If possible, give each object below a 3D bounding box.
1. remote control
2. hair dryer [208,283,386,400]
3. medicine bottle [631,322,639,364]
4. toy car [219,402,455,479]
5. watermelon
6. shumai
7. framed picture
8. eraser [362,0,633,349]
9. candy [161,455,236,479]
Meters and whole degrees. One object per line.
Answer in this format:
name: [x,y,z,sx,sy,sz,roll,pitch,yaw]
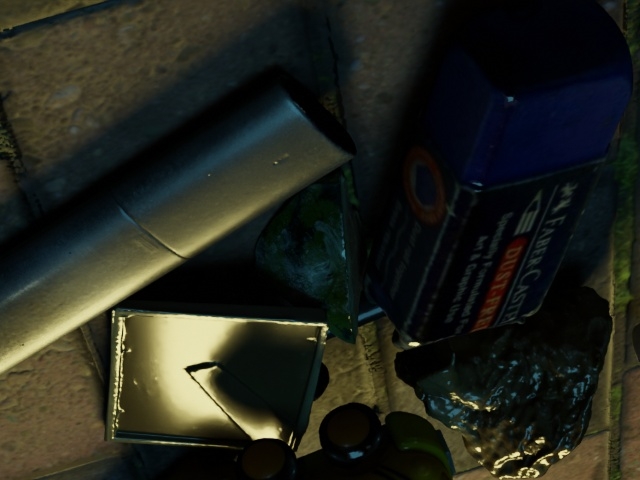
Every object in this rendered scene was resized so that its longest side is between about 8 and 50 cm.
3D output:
remote control: [-0.151,-0.006,1.548,0.377,0.044,0.107,-32,140,20]
hair dryer: [0.017,0.058,1.725,0.195,0.050,0.173,-31,145,10]
medicine bottle: [0.435,0.070,1.856,0.249,0.133,0.133,-35,143,25]
toy car: [0.017,0.269,1.790,0.248,0.142,0.200,-23,144,1]
watermelon: [-0.003,0.004,1.638,0.101,0.080,0.155,17,149,10]
shumai: [0.167,0.118,1.810,0.175,0.166,0.206,25,120,-12]
framed picture: [-0.097,0.126,1.721,0.189,0.023,0.260,3,149,-5]
eraser: [0.144,-0.047,1.565,0.155,0.101,0.332,-14,146,-25]
candy: [-0.142,0.308,1.950,0.104,0.102,0.234,15,133,-40]
